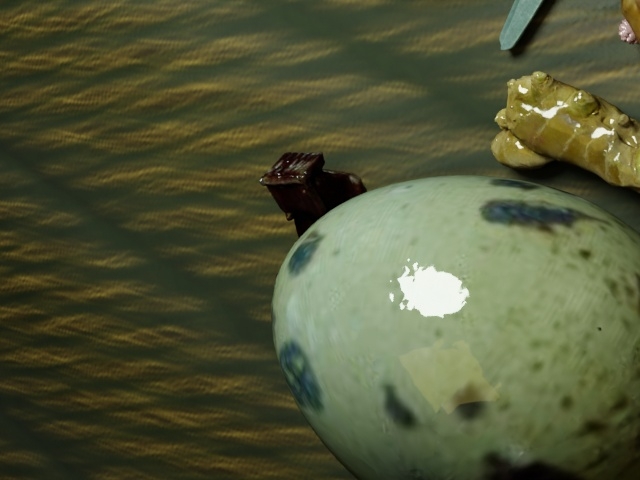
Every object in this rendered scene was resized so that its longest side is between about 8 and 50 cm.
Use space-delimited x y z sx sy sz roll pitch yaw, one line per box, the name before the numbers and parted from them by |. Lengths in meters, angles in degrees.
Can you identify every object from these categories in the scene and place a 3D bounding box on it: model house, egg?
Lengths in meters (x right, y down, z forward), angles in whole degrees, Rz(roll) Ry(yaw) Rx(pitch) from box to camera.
model house | -0.009 -0.001 1.390 0.141 0.164 0.203 -31 77 31
egg | 0.153 0.108 1.157 0.428 0.345 0.345 18 110 12

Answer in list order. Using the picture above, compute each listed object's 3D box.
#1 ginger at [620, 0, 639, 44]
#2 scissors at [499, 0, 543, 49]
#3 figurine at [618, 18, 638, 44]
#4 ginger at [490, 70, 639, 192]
ginger | 0.377 -0.133 1.014 0.172 0.321 0.165 -5 50 33
scissors | 0.283 -0.383 1.182 0.192 0.029 0.447 40 119 26
figurine | 0.353 -0.193 1.153 0.129 0.054 0.072 39 134 17
ginger | 0.258 -0.116 1.215 0.205 0.081 0.115 12 111 37
